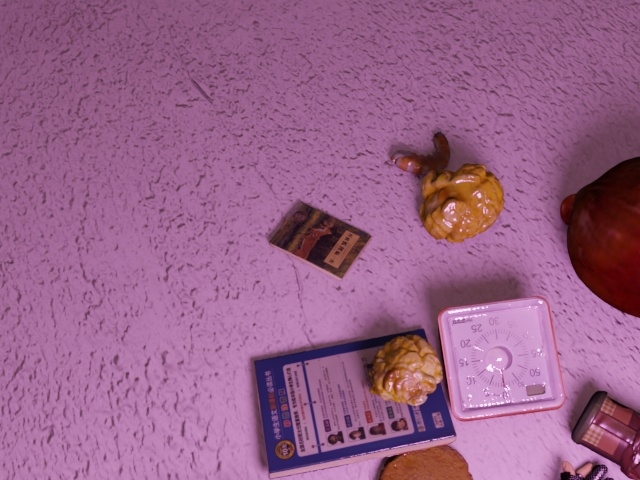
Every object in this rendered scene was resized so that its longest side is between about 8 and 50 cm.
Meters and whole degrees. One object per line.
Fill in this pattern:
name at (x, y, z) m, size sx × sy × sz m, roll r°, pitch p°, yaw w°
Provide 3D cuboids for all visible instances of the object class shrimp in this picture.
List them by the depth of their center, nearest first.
shrimp at (0.288, -0.256, 2.180) m, size 0.161 × 0.049 × 0.166 m, roll 16°, pitch 59°, yaw 10°

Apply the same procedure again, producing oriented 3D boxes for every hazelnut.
hazelnut at (0.792, -0.013, 1.817) m, size 0.421 × 0.353 × 0.421 m, roll -12°, pitch 56°, yaw 19°

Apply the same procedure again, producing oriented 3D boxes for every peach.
peach at (0.676, -0.074, 2.008) m, size 0.101 × 0.100 × 0.100 m, roll -2°, pitch 58°, yaw 3°

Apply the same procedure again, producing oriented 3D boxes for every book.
book at (0.069, 0.369, 1.785) m, size 0.428 × 0.039 × 0.300 m, roll -10°, pitch 50°, yaw -2°
book at (0.000, 0.000, 2.051) m, size 0.228 × 0.024 × 0.160 m, roll 26°, pitch 61°, yaw 19°

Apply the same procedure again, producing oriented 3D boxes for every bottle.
bottle at (0.691, 0.448, 1.663) m, size 0.271 × 0.143 × 0.156 m, roll 29°, pitch 25°, yaw 23°

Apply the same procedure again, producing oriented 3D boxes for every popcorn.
popcorn at (0.183, 0.292, 1.727) m, size 0.173 × 0.142 × 0.173 m, roll -16°, pitch 59°, yaw 27°
popcorn at (0.364, -0.103, 2.021) m, size 0.200 × 0.226 × 0.203 m, roll 19°, pitch 12°, yaw -22°

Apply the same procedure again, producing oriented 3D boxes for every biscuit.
biscuit at (0.232, 0.547, 1.682) m, size 0.226 × 0.042 × 0.226 m, roll -1°, pitch 58°, yaw 1°

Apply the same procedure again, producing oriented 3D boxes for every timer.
timer at (0.408, 0.281, 1.774) m, size 0.257 × 0.161 × 0.250 m, roll -7°, pitch 65°, yaw -1°

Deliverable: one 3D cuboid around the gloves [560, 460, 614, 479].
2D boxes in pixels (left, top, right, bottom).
gloves at (0.556, 0.550, 1.642) m, size 0.129 × 0.106 × 0.181 m, roll 25°, pitch 34°, yaw 16°
